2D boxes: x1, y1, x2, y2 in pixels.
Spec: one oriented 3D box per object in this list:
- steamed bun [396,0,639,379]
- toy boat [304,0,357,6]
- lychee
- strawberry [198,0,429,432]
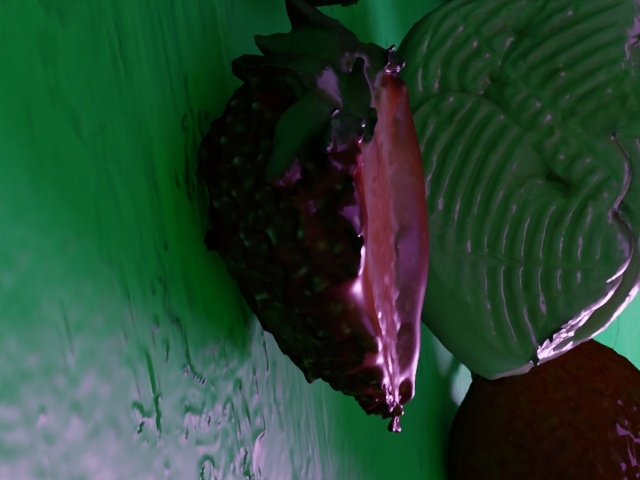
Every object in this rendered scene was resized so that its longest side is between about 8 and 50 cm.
[{"bbox_3d":[0.167,-0.059,0.762,0.320,0.275,0.206,-57,171,2],"label":"steamed bun"},{"bbox_3d":[0.009,-0.299,0.581,0.141,0.092,0.319,58,33,-55],"label":"toy boat"},{"bbox_3d":[0.242,0.221,0.954,0.255,0.300,0.255,-20,121,-39],"label":"lychee"},{"bbox_3d":[0.005,-0.006,0.520,0.174,0.098,0.228,-72,154,-42],"label":"strawberry"}]
